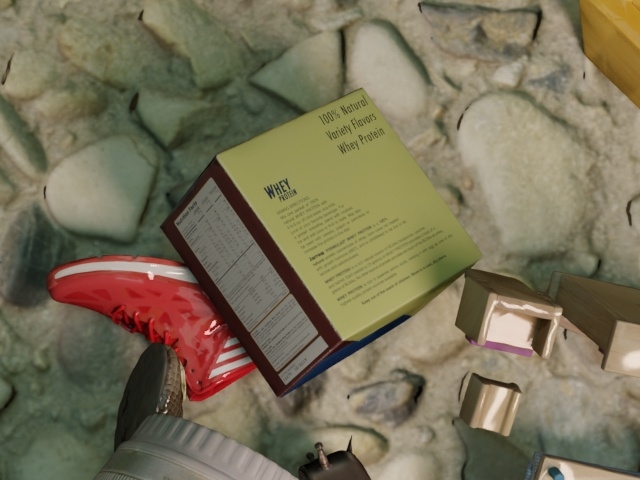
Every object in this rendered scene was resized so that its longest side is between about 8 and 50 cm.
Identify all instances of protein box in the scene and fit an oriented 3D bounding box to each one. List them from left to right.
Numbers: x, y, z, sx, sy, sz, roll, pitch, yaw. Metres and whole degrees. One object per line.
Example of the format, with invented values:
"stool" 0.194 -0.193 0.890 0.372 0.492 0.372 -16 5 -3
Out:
"protein box" 0.000 0.000 1.560 0.199 0.136 0.201 -28 79 -39

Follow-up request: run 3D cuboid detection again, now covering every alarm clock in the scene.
"alarm clock" 0.036 0.278 1.542 0.064 0.129 0.192 -18 81 -9

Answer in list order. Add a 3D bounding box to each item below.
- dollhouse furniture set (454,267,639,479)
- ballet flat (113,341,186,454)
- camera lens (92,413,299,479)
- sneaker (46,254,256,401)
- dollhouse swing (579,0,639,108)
"dollhouse furniture set" 0.226 0.197 1.565 0.286 0.198 0.303 12 99 -11
"ballet flat" -0.159 0.220 1.561 0.058 0.084 0.250 10 89 -27
"camera lens" -0.132 0.314 1.406 0.219 0.219 0.274 29 69 3
"sneaker" -0.154 0.086 1.596 0.221 0.087 0.128 2 76 -2
"dollhouse swing" 0.461 -0.284 1.604 0.347 0.305 0.315 -43 83 -12
